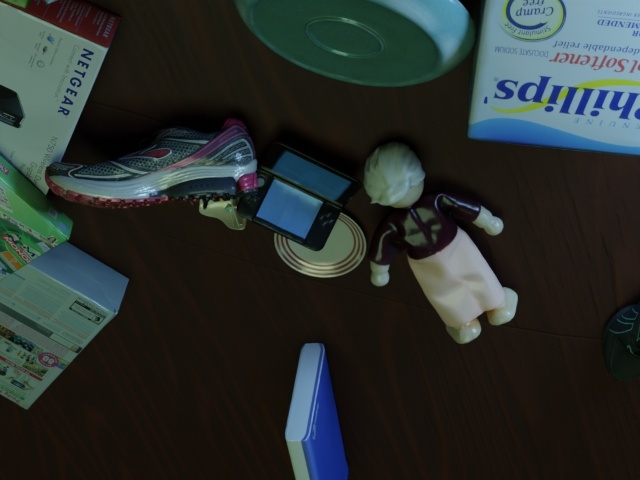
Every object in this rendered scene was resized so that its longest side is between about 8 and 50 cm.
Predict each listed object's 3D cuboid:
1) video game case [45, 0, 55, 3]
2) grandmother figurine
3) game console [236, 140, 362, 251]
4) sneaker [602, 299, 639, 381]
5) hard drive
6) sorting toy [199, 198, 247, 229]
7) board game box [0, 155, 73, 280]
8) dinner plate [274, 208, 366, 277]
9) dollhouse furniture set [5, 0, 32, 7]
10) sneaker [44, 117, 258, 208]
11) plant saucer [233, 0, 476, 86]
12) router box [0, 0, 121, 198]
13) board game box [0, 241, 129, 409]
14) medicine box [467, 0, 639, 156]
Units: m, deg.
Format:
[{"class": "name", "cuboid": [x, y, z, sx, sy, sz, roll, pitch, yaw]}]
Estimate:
[{"class": "video game case", "cuboid": [-0.320, -0.461, 1.557, 0.244, 0.061, 0.269, -33, 101, 29]}, {"class": "grandmother figurine", "cuboid": [0.160, 0.000, 1.930, 0.208, 0.104, 0.342, -32, 121, -1]}, {"class": "game console", "cuboid": [-0.032, -0.061, 1.896, 0.144, 0.085, 0.124, 26, 92, -9]}, {"class": "sneaker", "cuboid": [0.506, 0.136, 1.986, 0.101, 0.106, 0.267, 17, 133, -8]}, {"class": "hard drive", "cuboid": [-0.002, 0.357, 2.185, 0.040, 0.210, 0.318, -1, 131, 11]}, {"class": "sorting toy", "cuboid": [-0.152, -0.061, 1.957, 0.075, 0.045, 0.083, 1, 132, 18]}, {"class": "board game box", "cuboid": [-0.543, -0.066, 1.882, 0.213, 0.046, 0.317, -29, 123, 23]}, {"class": "dinner plate", "cuboid": [0.000, 0.000, 2.000, 0.141, 0.017, 0.141, 4, 132, 4]}, {"class": "dollhouse furniture set", "cuboid": [-0.368, -0.376, 1.661, 0.076, 0.058, 0.151, 21, 104, -8]}, {"class": "sneaker", "cuboid": [-0.241, -0.105, 1.865, 0.299, 0.121, 0.112, -5, 87, -5]}, {"class": "plant saucer", "cuboid": [0.034, -0.267, 1.636, 0.318, 0.043, 0.317, 14, 164, 4]}, {"class": "router box", "cuboid": [-0.476, -0.229, 1.827, 0.301, 0.082, 0.335, 23, 131, -11]}, {"class": "board game box", "cuboid": [-0.488, 0.118, 2.127, 0.224, 0.097, 0.303, 33, 126, -18]}, {"class": "medicine box", "cuboid": [0.329, -0.266, 1.629, 0.264, 0.149, 0.289, 6, 131, 4]}]
